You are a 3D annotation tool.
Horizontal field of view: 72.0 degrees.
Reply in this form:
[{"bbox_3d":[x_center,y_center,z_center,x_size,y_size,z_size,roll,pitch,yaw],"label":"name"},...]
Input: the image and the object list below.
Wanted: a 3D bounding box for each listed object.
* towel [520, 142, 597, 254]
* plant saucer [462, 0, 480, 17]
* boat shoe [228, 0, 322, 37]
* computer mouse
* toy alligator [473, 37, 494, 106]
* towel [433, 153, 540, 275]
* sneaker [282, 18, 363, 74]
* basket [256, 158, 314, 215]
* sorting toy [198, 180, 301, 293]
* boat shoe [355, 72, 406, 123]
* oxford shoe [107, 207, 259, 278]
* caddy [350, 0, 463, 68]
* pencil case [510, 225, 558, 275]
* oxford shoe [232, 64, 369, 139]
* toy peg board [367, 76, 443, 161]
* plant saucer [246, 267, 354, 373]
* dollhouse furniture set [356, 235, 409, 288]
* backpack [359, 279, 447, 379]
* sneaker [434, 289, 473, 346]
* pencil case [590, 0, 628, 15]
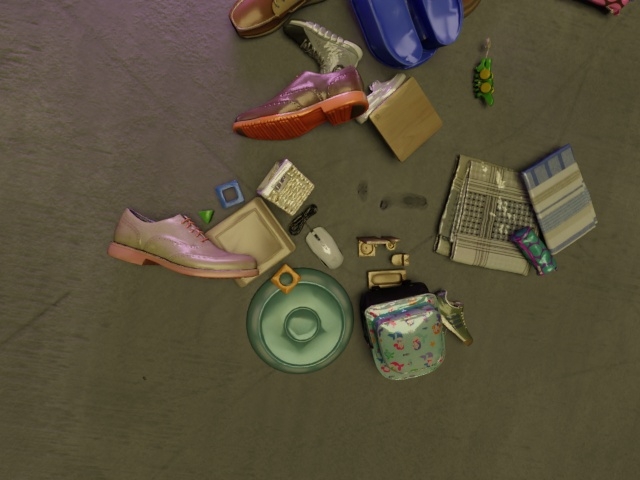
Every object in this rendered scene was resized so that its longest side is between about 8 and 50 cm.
[{"bbox_3d":[0.721,-0.122,1.326,0.209,0.034,0.285,-31,104,-15],"label":"towel"},{"bbox_3d":[0.347,-0.759,1.234,0.277,0.041,0.278,-1,96,-9],"label":"plant saucer"},{"bbox_3d":[-0.092,-0.649,1.137,0.323,0.120,0.123,-34,99,-4],"label":"boat shoe"},{"bbox_3d":[0.000,0.000,1.252,0.106,0.042,0.193,-40,99,-4],"label":"computer mouse"},{"bbox_3d":[0.469,-0.482,1.274,0.051,0.056,0.190,-2,97,32],"label":"toy alligator"},{"bbox_3d":[0.518,-0.071,1.316,0.323,0.056,0.313,13,93,-9],"label":"towel"},{"bbox_3d":[-0.007,-0.493,1.185,0.228,0.086,0.132,18,95,-11],"label":"sneaker"},{"bbox_3d":[-0.094,-0.140,1.166,0.103,0.167,0.113,37,90,-16],"label":"basket"},{"bbox_3d":[-0.193,0.006,1.220,0.196,0.047,0.348,-35,95,1],"label":"sorting toy"},{"bbox_3d":[0.158,-0.410,1.231,0.184,0.066,0.063,-44,101,7],"label":"boat shoe"},{"bbox_3d":[-0.345,0.011,1.137,0.396,0.140,0.147,12,88,-1],"label":"oxford shoe"},{"bbox_3d":[0.218,-0.623,1.153,0.241,0.179,0.342,-27,117,3],"label":"caddy"},{"bbox_3d":[0.626,0.033,1.290,0.152,0.064,0.070,50,55,-8],"label":"pencil case"},{"bbox_3d":[-0.061,-0.361,1.167,0.363,0.130,0.133,-12,81,5],"label":"oxford shoe"},{"bbox_3d":[0.224,-0.334,1.223,0.161,0.079,0.161,-43,111,-3],"label":"toy peg board"},{"bbox_3d":[-0.054,0.238,1.267,0.317,0.043,0.318,-1,95,-9],"label":"plant saucer"},{"bbox_3d":[0.187,0.067,1.245,0.143,0.123,0.152,-3,96,-8],"label":"dollhouse furniture set"},{"bbox_3d":[0.238,0.267,1.238,0.224,0.191,0.254,-12,112,-3],"label":"backpack"},{"bbox_3d":[0.406,0.227,1.321,0.192,0.064,0.086,43,93,-7],"label":"sneaker"},{"bbox_3d":[0.797,-0.734,1.280,0.209,0.095,0.098,14,109,-7],"label":"pencil case"}]
